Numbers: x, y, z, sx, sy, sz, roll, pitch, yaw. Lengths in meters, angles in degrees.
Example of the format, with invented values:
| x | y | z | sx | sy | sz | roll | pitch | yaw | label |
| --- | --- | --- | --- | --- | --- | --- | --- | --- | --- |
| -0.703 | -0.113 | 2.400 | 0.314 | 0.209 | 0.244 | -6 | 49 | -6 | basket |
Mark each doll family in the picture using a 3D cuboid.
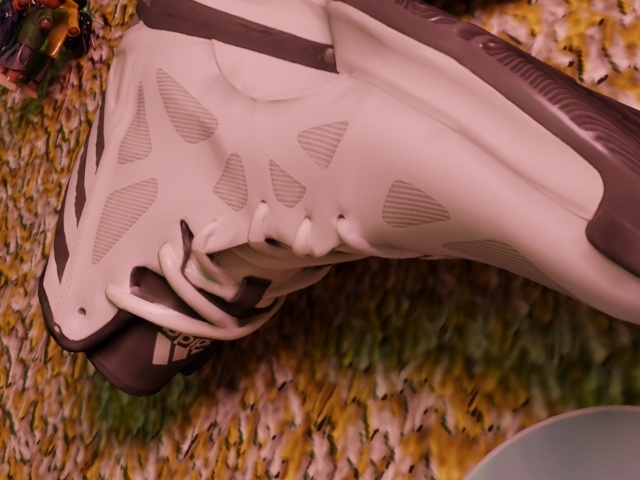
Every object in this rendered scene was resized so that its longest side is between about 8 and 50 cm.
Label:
| x | y | z | sx | sy | sz | roll | pitch | yaw | label |
| --- | --- | --- | --- | --- | --- | --- | --- | --- | --- |
| -0.239 | -0.185 | 0.979 | 0.193 | 0.076 | 0.111 | 34 | 95 | 51 | doll family |

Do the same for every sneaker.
| x | y | z | sx | sy | sz | roll | pitch | yaw | label |
| --- | --- | --- | --- | --- | --- | --- | --- | --- | --- |
| 0.001 | 0.000 | 0.607 | 0.447 | 0.169 | 0.258 | 36 | 104 | 50 | sneaker |

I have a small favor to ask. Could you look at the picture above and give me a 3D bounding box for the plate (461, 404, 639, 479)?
| x | y | z | sx | sy | sz | roll | pitch | yaw | label |
| --- | --- | --- | --- | --- | --- | --- | --- | --- | --- |
| 0.113 | 0.159 | 0.467 | 0.188 | 0.024 | 0.188 | -24 | 50 | 32 | plate |
